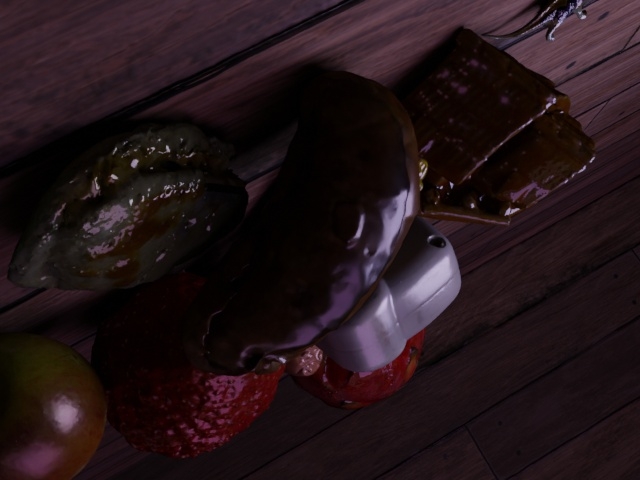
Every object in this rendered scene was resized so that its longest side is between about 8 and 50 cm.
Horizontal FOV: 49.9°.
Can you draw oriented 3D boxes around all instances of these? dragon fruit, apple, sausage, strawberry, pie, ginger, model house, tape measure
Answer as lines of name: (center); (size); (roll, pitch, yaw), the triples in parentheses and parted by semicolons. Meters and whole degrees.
dragon fruit: (0.057, 0.160, 1.291); (0.295, 0.296, 0.302); (-27, 146, -14)
apple: (-0.347, 0.195, 0.776); (0.195, 0.196, 0.196); (-28, 165, -8)
sausage: (-0.092, 0.160, 1.141); (0.086, 0.086, 0.289); (-21, -164, -32)
strawberry: (-0.159, 0.157, 0.906); (0.257, 0.258, 0.277); (-20, 174, -35)
pie: (-0.159, -0.020, 0.627); (0.201, 0.090, 0.248); (-43, 166, 26)
ginger: (0.000, 0.000, 0.672); (0.321, 0.172, 0.165); (-63, -151, -1)
model house: (0.202, -0.122, 0.820); (0.219, 0.199, 0.229); (-39, 173, -18)
tape measure: (0.044, 0.050, 0.984); (0.265, 0.258, 0.130); (-38, 125, -20)

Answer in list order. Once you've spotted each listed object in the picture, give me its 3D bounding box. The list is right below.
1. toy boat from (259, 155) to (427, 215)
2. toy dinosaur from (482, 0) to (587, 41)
toy boat: (0.013, -0.038, 0.845); (0.141, 0.099, 0.318); (25, 140, -30)
toy dinosaur: (0.271, -0.260, 0.789); (0.180, 0.037, 0.058); (-37, 142, -4)
